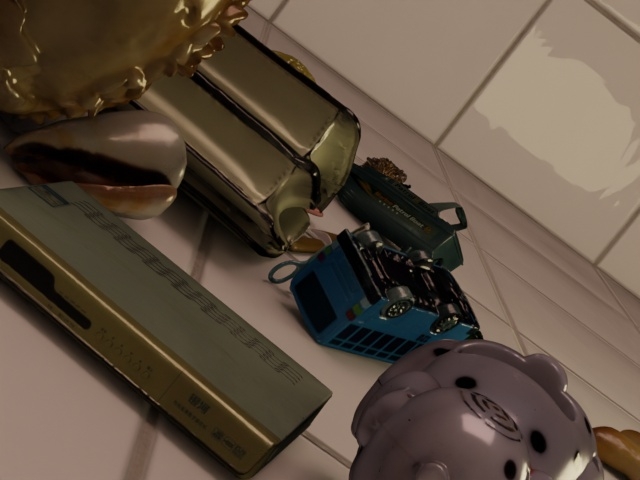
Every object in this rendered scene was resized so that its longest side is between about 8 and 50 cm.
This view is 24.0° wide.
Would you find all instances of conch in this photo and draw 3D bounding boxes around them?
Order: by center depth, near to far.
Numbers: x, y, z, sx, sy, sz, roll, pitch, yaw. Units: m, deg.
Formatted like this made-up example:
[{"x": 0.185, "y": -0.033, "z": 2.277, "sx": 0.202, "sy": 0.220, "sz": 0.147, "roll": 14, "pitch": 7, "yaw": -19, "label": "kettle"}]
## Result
[{"x": -0.182, "y": -0.068, "z": 1.296, "sx": 0.176, "sy": 0.094, "sz": 0.104, "roll": 12, "pitch": 67, "yaw": -57, "label": "conch"}]

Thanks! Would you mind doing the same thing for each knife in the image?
[{"x": 0.001, "y": -0.001, "z": 1.778, "sx": 0.046, "sy": 0.022, "sz": 0.256, "roll": 37, "pitch": 10, "yaw": 16, "label": "knife"}]

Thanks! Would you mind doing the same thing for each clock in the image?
[{"x": 0.086, "y": 0.157, "z": 0.992, "sx": 0.189, "sy": 0.189, "sz": 0.254, "roll": 40, "pitch": 10, "yaw": 11, "label": "clock"}]

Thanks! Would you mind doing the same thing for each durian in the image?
[{"x": 0.090, "y": -0.097, "z": 2.309, "sx": 0.091, "sy": 0.080, "sz": 0.080, "roll": 55, "pitch": -1, "yaw": -34, "label": "durian"}]

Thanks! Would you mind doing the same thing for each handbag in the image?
[{"x": -0.144, "y": -0.148, "z": 1.538, "sx": 0.358, "sy": 0.160, "sz": 0.237, "roll": 40, "pitch": -7, "yaw": 6, "label": "handbag"}]

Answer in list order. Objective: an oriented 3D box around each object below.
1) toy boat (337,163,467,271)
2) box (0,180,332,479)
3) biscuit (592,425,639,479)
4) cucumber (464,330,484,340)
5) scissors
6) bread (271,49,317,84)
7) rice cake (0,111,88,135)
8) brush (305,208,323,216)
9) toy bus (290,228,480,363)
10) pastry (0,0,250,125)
[{"x": 0.109, "y": -0.044, "z": 2.112, "sx": 0.246, "sy": 0.103, "sz": 0.093, "roll": 38, "pitch": -15, "yaw": 30, "label": "toy boat"}, {"x": -0.122, "y": 0.057, "z": 1.082, "sx": 0.270, "sy": 0.045, "sz": 0.211, "roll": 38, "pitch": 11, "yaw": 5, "label": "box"}, {"x": 0.419, "y": 0.299, "z": 1.807, "sx": 0.208, "sy": 0.047, "sz": 0.164, "roll": 43, "pitch": 11, "yaw": 28, "label": "biscuit"}, {"x": 0.147, "y": 0.106, "z": 1.700, "sx": 0.069, "sy": 0.069, "sz": 0.227, "roll": 30, "pitch": 17, "yaw": -33, "label": "cucumber"}, {"x": 0.003, "y": 0.016, "z": 1.479, "sx": 0.058, "sy": 0.119, "sz": 0.014, "roll": 28, "pitch": 38, "yaw": -38, "label": "scissors"}, {"x": -0.059, "y": -0.157, "z": 1.654, "sx": 0.187, "sy": 0.065, "sz": 0.149, "roll": 18, "pitch": -41, "yaw": 32, "label": "bread"}, {"x": -0.330, "y": -0.190, "z": 1.428, "sx": 0.298, "sy": 0.050, "sz": 0.106, "roll": 43, "pitch": 12, "yaw": 24, "label": "rice cake"}, {"x": -0.054, "y": -0.062, "z": 1.790, "sx": 0.103, "sy": 0.047, "sz": 0.233, "roll": 39, "pitch": 10, "yaw": 23, "label": "brush"}, {"x": 0.065, "y": 0.063, "z": 1.485, "sx": 0.184, "sy": 0.106, "sz": 0.090, "roll": 20, "pitch": 34, "yaw": -49, "label": "toy bus"}, {"x": -0.197, "y": -0.280, "z": 1.257, "sx": 0.245, "sy": 0.409, "sz": 0.409, "roll": 39, "pitch": 7, "yaw": -46, "label": "pastry"}]
